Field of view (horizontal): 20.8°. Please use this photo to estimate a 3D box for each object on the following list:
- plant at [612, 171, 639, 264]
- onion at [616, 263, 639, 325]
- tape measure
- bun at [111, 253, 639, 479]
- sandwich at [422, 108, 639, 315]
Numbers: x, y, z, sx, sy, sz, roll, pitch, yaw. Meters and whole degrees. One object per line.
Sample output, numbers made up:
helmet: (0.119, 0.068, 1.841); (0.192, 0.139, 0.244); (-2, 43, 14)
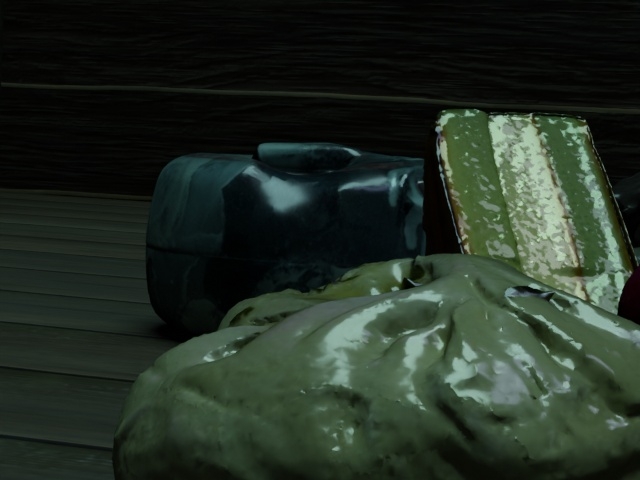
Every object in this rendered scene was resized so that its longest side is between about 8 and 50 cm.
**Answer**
plant: (0.248, 0.029, 1.161); (0.149, 0.146, 0.274); (-16, 3, 8)
onion: (0.236, 0.039, 0.856); (0.173, 0.135, 0.198); (-20, 11, -14)
tape measure: (0.000, 0.000, 1.321); (0.256, 0.147, 0.275); (3, 3, 15)
bun: (0.048, 0.062, 0.633); (0.237, 0.116, 0.210); (-1, 5, -25)
sandwich: (0.134, 0.012, 1.014); (0.117, 0.187, 0.144); (1, -2, -18)
